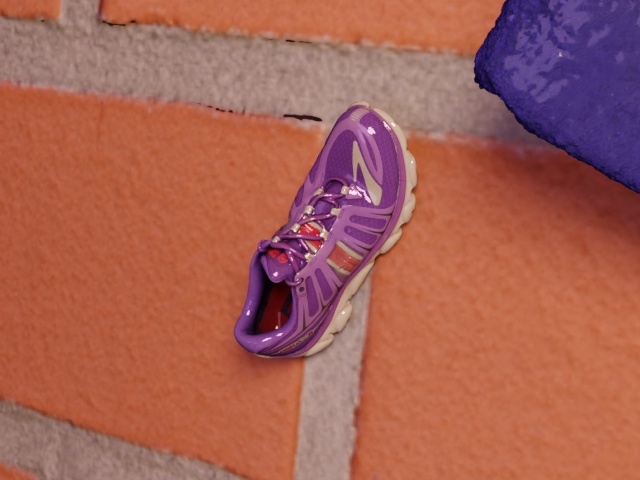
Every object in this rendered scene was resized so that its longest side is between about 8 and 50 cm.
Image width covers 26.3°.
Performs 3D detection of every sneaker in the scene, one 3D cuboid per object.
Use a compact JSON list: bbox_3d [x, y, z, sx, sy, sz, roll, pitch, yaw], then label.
[{"bbox_3d":[0.000,0.000,0.805,0.068,0.071,0.170,33,110,30],"label":"sneaker"}]

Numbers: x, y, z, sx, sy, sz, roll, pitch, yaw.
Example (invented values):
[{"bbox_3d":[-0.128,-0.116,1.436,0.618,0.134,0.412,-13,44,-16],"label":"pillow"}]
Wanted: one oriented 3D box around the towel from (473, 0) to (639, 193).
[{"bbox_3d":[0.234,-0.143,0.592,0.228,0.076,0.308,33,110,4],"label":"towel"}]
